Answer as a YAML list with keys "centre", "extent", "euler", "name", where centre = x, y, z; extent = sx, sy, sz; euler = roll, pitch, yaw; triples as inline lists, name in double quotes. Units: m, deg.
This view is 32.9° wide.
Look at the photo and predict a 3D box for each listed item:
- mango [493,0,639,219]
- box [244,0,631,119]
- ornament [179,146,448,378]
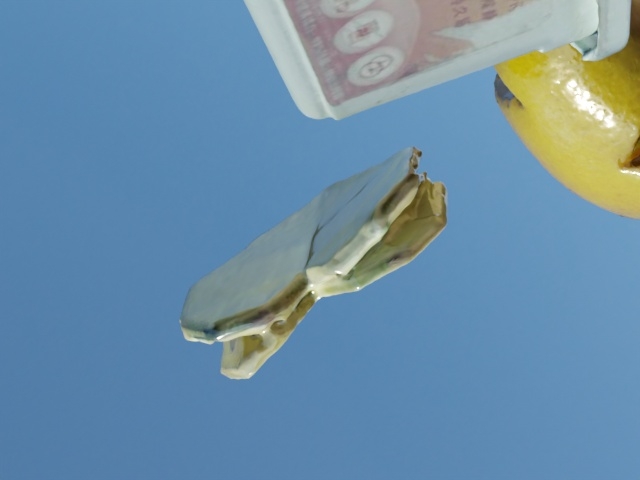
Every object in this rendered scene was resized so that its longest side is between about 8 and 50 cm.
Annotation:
- centre: [0.216, -0.105, 0.779]
  extent: [0.262, 0.167, 0.130]
  euler: [29, -109, -27]
  name: "mango"
- centre: [0.029, -0.190, 0.501]
  extent: [0.312, 0.182, 0.175]
  euler: [58, -169, -62]
  name: "box"
- centre: [0.000, 0.000, 0.765]
  extent: [0.059, 0.201, 0.180]
  euler: [50, -160, -16]
  name: "ornament"
